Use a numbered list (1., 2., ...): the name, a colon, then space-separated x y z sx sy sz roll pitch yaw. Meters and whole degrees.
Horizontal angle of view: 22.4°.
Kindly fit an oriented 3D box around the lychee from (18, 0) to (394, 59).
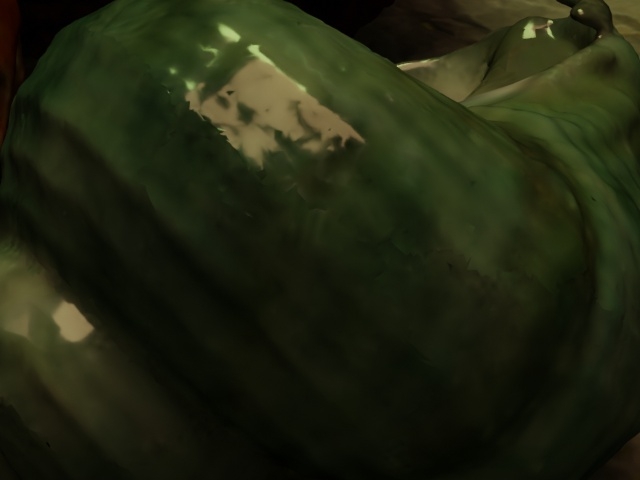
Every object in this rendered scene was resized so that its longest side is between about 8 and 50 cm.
1. lychee: -0.061 -0.220 0.688 0.330 0.306 0.306 11 34 2

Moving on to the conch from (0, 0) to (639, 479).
1. conch: 0.000 0.000 0.478 0.277 0.195 0.220 -33 34 -15

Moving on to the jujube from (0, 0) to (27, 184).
1. jujube: -0.211 0.007 0.453 0.216 0.216 0.342 8 42 11
